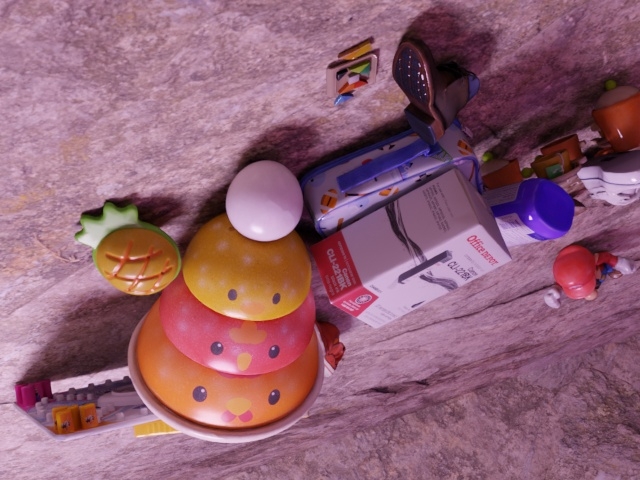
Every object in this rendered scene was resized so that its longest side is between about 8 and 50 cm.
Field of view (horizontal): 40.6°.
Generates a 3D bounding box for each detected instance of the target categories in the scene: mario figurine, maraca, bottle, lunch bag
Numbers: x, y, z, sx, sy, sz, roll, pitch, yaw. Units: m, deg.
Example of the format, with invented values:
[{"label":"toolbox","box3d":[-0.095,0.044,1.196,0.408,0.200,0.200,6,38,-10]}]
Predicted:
[{"label":"mario figurine","box3d":[0.731,0.113,2.342,0.321,0.170,0.198,1,114,-57]},{"label":"maraca","box3d":[-0.291,0.014,1.324,0.127,0.099,0.185,-28,130,7]},{"label":"bottle","box3d":[0.318,-0.038,1.561,0.118,0.092,0.283,29,157,-25]},{"label":"lunch bag","box3d":[0.126,-0.091,1.445,0.304,0.114,0.243,-24,155,5]}]

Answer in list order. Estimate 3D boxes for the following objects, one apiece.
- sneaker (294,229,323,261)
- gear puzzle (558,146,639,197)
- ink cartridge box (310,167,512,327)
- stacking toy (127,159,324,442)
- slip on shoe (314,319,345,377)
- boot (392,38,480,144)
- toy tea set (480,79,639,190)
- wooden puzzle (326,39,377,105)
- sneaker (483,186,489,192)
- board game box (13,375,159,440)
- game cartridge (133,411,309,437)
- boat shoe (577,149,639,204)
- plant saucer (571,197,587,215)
[{"label":"sneaker","box3d":[0.000,0.000,1.611,0.071,0.066,0.188,-44,159,7]},{"label":"gear puzzle","box3d":[0.634,-0.190,1.767,0.339,0.044,0.175,-29,163,18]},{"label":"ink cartridge box","box3d":[0.154,0.020,1.421,0.273,0.114,0.197,-30,152,16]},{"label":"stacking toy","box3d":[-0.131,0.068,1.417,0.351,0.350,0.479,-11,137,-25]},{"label":"slip on shoe","box3d":[-0.009,0.228,2.045,0.101,0.123,0.331,-52,155,-13]},{"label":"boot","box3d":[0.169,-0.238,1.242,0.106,0.082,0.219,-43,154,-10]},{"label":"toy tea set","box3d":[0.440,-0.188,1.561,0.336,0.124,0.200,-25,-174,-1]},{"label":"wooden puzzle","box3d":[0.044,-0.227,1.195,0.079,0.014,0.116,-22,157,-1]},{"label":"sneaker","box3d":[0.335,-0.076,1.713,0.186,0.069,0.084,-21,162,-6]},{"label":"board game box","box3d":[-0.364,0.289,1.683,0.390,0.050,0.390,-8,-176,-30]},{"label":"game cartridge","box3d":[-0.197,0.315,1.713,0.324,0.052,0.285,-4,-177,-7]},{"label":"boat shoe","box3d":[0.528,-0.104,1.502,0.095,0.084,0.258,-25,-173,3]},{"label":"plant saucer","box3d":[0.495,-0.063,1.891,0.169,0.029,0.168,-8,170,-1]}]
